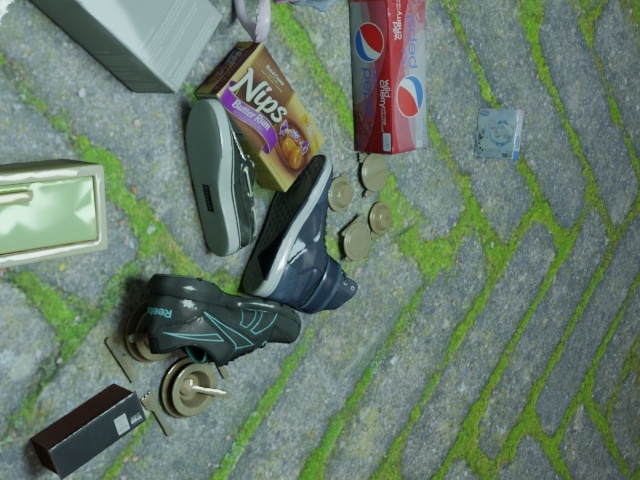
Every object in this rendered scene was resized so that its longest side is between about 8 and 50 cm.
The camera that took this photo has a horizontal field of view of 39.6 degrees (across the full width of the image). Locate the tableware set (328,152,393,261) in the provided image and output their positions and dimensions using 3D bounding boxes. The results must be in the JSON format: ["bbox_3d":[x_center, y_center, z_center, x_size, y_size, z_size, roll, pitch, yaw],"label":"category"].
[{"bbox_3d":[0.069,-0.055,1.434,0.141,0.020,0.168,-32,118,-39],"label":"tableware set"}]

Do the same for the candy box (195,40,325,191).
[{"bbox_3d":[-0.080,-0.171,1.237,0.109,0.053,0.186,-53,131,-24],"label":"candy box"}]

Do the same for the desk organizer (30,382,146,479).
[{"bbox_3d":[-0.288,0.235,1.108,0.130,0.050,0.047,-33,120,-36],"label":"desk organizer"}]

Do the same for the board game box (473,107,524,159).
[{"bbox_3d":[0.322,-0.193,1.610,0.020,0.090,0.090,0,98,-41],"label":"board game box"}]

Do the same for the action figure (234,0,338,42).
[{"bbox_3d":[-0.073,-0.487,1.125,0.276,0.248,0.370,-34,125,-5],"label":"action figure"}]

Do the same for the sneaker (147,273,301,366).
[{"bbox_3d":[-0.132,0.118,1.197,0.267,0.101,0.106,21,73,-46],"label":"sneaker"}]

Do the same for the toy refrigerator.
[{"bbox_3d":[-0.366,-0.023,0.948,0.269,0.094,0.102,-11,106,-43],"label":"toy refrigerator"}]

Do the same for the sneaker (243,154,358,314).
[{"bbox_3d":[-0.001,0.000,1.315,0.163,0.086,0.226,26,89,-34],"label":"sneaker"}]

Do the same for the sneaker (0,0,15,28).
[{"bbox_3d":[-0.402,-0.223,0.867,0.146,0.102,0.293,25,80,-44],"label":"sneaker"}]

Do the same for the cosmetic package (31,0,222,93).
[{"bbox_3d":[-0.240,-0.287,1.021,0.238,0.107,0.127,43,68,-38],"label":"cosmetic package"}]

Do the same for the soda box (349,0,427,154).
[{"bbox_3d":[0.107,-0.270,1.385,0.092,0.083,0.263,-16,110,-42],"label":"soda box"}]

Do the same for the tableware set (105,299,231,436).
[{"bbox_3d":[-0.194,0.164,1.197,0.128,0.039,0.194,-45,127,-30],"label":"tableware set"}]

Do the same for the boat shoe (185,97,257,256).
[{"bbox_3d":[-0.127,-0.088,1.194,0.070,0.078,0.219,-26,123,-39],"label":"boat shoe"}]
